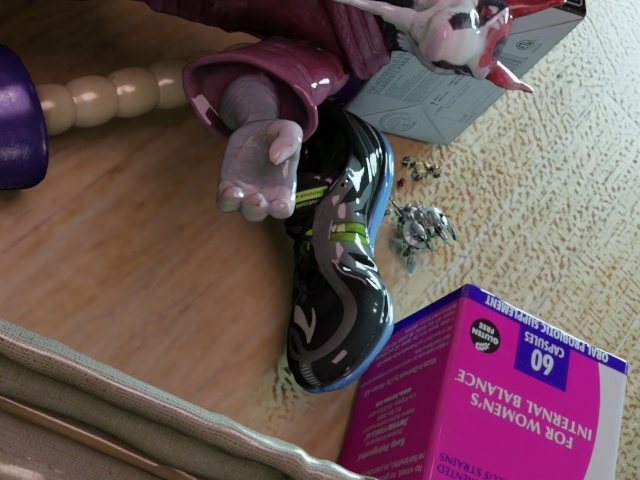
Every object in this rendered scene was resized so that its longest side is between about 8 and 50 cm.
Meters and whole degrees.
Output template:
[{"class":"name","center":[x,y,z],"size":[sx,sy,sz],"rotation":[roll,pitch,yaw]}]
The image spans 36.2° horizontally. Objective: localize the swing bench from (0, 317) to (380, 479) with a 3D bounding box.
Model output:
[{"class":"swing bench","center":[-0.134,0.173,0.373],"size":[0.253,0.165,0.255],"rotation":[27,53,-13]}]

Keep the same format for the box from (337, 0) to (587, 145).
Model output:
[{"class":"box","center":[0.081,-0.232,0.657],"size":[0.087,0.169,0.290],"rotation":[10,65,-20]}]

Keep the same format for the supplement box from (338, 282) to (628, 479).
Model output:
[{"class":"supplement box","center":[0.072,0.152,0.514],"size":[0.111,0.114,0.220],"rotation":[26,61,-16]}]

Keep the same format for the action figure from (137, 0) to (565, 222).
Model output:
[{"class":"action figure","center":[-0.062,-0.149,0.490],"size":[0.370,0.276,0.248],"rotation":[24,86,-8]}]

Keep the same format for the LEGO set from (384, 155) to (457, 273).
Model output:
[{"class":"LEGO set","center":[0.066,-0.020,0.639],"size":[0.054,0.023,0.083],"rotation":[1,68,-26]}]

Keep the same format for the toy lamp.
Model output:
[{"class":"toy lamp","center":[-0.102,-0.085,0.553],"size":[0.274,0.080,0.080],"rotation":[-18,77,-35]}]

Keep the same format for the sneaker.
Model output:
[{"class":"sneaker","center":[0.000,0.000,0.561],"size":[0.078,0.067,0.188],"rotation":[38,46,-42]}]
